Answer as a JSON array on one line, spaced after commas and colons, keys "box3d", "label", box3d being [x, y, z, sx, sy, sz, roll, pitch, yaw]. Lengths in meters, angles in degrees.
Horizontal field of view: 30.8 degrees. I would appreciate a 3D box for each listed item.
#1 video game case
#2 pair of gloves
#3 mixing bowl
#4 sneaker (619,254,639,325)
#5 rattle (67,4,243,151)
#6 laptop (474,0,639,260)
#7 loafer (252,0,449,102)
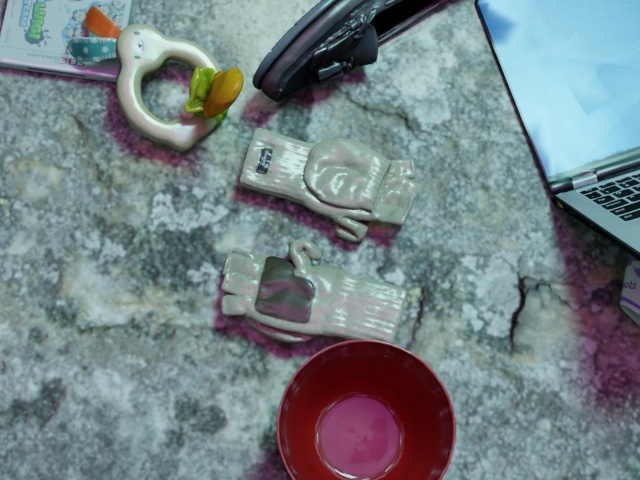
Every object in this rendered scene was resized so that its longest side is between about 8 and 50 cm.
[{"box3d": [-0.295, -0.269, 1.363, 0.143, 0.019, 0.157, 8, 74, -1], "label": "video game case"}, {"box3d": [0.000, 0.000, 1.294, 0.204, 0.042, 0.240, 7, 73, 3], "label": "pair of gloves"}, {"box3d": [0.044, 0.201, 1.211, 0.181, 0.098, 0.182, 1, 74, -3], "label": "mixing bowl"}, {"box3d": [0.468, 0.083, 1.272, 0.282, 0.102, 0.161, 19, 78, 13], "label": "sneaker"}, {"box3d": [-0.188, -0.198, 1.280, 0.130, 0.143, 0.200, -42, 94, 0], "label": "rattle"}, {"box3d": [0.430, -0.185, 1.269, 0.381, 0.408, 0.236, -18, 109, -5], "label": "laptop"}, {"box3d": [0.057, -0.252, 1.335, 0.302, 0.109, 0.095, -43, 85, -16], "label": "loafer"}]
